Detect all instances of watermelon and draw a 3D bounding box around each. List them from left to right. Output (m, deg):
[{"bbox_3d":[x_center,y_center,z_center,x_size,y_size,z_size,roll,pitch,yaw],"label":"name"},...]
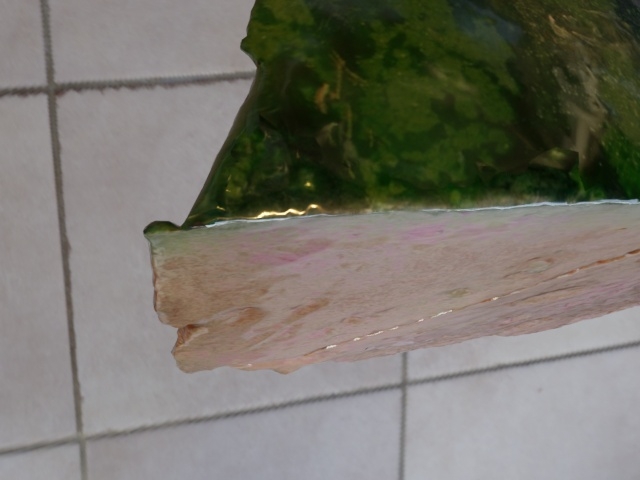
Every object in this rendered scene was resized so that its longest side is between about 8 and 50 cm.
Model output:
[{"bbox_3d":[0.055,-0.069,0.514,0.319,0.292,0.222,-9,71,-15],"label":"watermelon"}]
